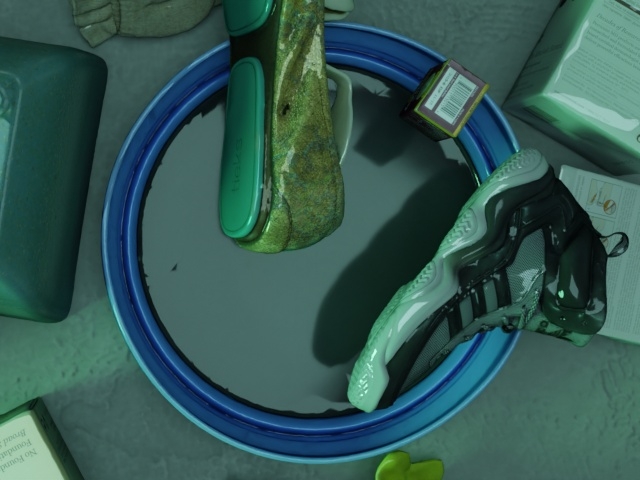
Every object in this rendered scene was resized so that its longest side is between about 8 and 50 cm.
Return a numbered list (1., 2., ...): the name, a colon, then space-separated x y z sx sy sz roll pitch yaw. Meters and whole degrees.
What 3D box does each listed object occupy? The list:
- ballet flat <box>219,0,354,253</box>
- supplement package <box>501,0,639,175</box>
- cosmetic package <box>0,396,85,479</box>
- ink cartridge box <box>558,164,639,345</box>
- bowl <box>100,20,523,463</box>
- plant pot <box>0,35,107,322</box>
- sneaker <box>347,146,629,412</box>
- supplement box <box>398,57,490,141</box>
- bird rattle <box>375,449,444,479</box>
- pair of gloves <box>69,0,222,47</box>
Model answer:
1. ballet flat: -0.024 -0.163 1.194 0.123 0.123 0.348 0 90 -8
2. supplement package: 0.293 -0.197 1.290 0.134 0.139 0.244 30 85 -8
3. cosmetic package: -0.244 0.310 1.236 0.160 0.113 0.309 -28 93 -7
4. ink cartridge box: 0.275 0.019 1.318 0.179 0.045 0.145 13 89 -19
5. bowl: 0.000 0.000 1.284 0.391 0.077 0.391 0 91 -8
6. plant pot: -0.312 -0.061 1.154 0.247 0.252 0.247 9 90 -8
7. sneaker: 0.149 0.063 1.209 0.153 0.101 0.268 38 83 0
8. supplement box: 0.104 -0.119 1.215 0.043 0.083 0.055 33 86 -6
9. bird rattle: 0.023 0.305 1.269 0.254 0.143 0.207 -19 109 -4
10. pair of gloves: -0.141 -0.283 1.219 0.204 0.042 0.240 -24 137 -9
